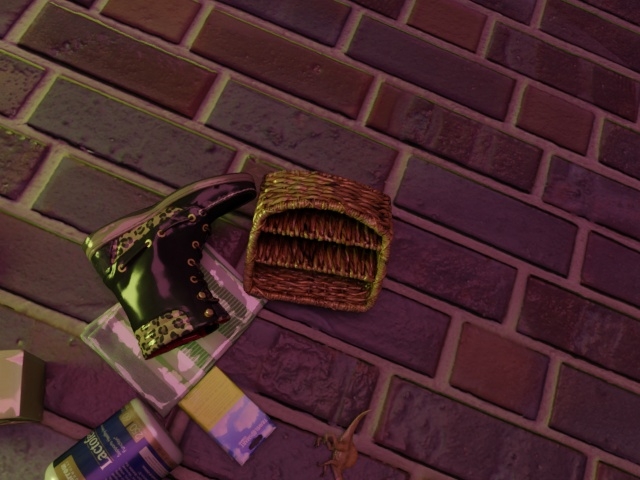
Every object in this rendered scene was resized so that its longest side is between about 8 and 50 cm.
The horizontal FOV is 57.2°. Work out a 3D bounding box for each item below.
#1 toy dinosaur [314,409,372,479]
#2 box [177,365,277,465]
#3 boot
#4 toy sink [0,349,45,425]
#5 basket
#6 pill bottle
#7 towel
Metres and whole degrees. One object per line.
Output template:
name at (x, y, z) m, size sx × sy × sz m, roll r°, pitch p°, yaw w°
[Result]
toy dinosaur at (0.040, 0.428, 1.214) m, size 0.093 × 0.053 × 0.183 m, roll 22°, pitch 74°, yaw -18°
box at (-0.189, 0.356, 1.195) m, size 0.178 × 0.042 × 0.109 m, roll 42°, pitch 69°, yaw 7°
boot at (-0.261, 0.045, 1.207) m, size 0.377 × 0.138 × 0.284 m, roll -25°, pitch 76°, yaw -13°
toy sink at (-0.653, 0.285, 1.083) m, size 0.234 × 0.153 × 0.131 m, roll -2°, pitch 70°, yaw -11°
basket at (0.000, 0.000, 1.253) m, size 0.299 × 0.213 × 0.223 m, roll 11°, pitch 56°, yaw -6°
pill bottle at (-0.398, 0.429, 1.072) m, size 0.265 × 0.153 × 0.153 m, roll -38°, pitch 80°, yaw -20°
towel at (-0.302, 0.166, 1.250) m, size 0.248 × 0.038 × 0.325 m, roll 41°, pitch 68°, yaw 6°
